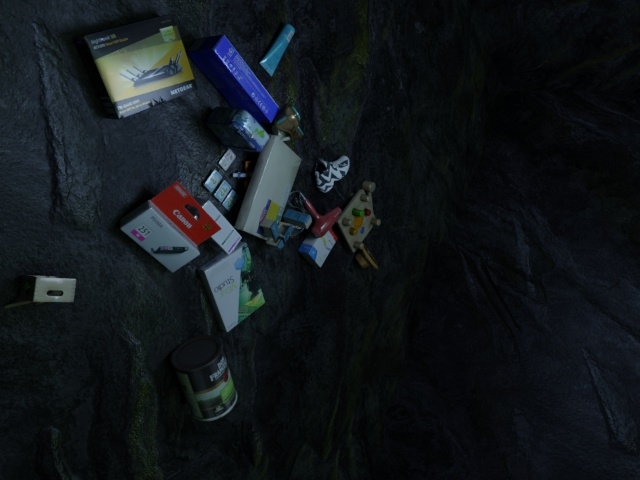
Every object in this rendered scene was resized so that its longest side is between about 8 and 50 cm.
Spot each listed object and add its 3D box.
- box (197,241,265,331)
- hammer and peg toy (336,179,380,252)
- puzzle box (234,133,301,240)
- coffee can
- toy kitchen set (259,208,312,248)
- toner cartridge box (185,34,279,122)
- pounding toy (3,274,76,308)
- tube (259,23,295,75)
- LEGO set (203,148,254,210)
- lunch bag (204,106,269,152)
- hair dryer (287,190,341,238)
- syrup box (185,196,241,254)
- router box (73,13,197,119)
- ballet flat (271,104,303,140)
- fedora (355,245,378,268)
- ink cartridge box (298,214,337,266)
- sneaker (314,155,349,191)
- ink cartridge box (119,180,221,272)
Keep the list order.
[{"bbox_3d":[-0.370,0.197,1.937,0.232,0.058,0.322,-37,129,-36],"label":"box"},{"bbox_3d":[0.231,-0.140,2.481,0.361,0.127,0.266,-52,136,-25],"label":"hammer and peg toy"},{"bbox_3d":[-0.216,-0.209,1.932,0.272,0.052,0.410,31,77,-68],"label":"puzzle box"},{"bbox_3d":[-0.463,0.551,1.830,0.201,0.201,0.276,-34,127,-39],"label":"coffee can"},{"bbox_3d":[-0.146,-0.077,1.961,0.207,0.122,0.166,-60,155,-30],"label":"toy kitchen set"},{"bbox_3d":[-0.313,-0.580,1.667,0.075,0.165,0.348,-61,139,-16],"label":"toner cartridge box"},{"bbox_3d":[-0.826,0.155,1.342,0.141,0.130,0.101,10,82,-51],"label":"pounding toy"},{"bbox_3d":[-0.174,-0.783,1.860,0.080,0.052,0.207,34,81,-44],"label":"tube"},{"bbox_3d":[-0.338,-0.261,1.828,0.244,0.060,0.182,-59,142,-19],"label":"LEGO set"},{"bbox_3d":[-0.307,-0.405,1.686,0.090,0.218,0.176,-61,139,-15],"label":"lunch bag"},{"bbox_3d":[-0.024,-0.120,2.166,0.293,0.080,0.224,-4,105,-31],"label":"hair dryer"},{"bbox_3d":[-0.420,-0.054,1.767,0.096,0.093,0.237,-56,137,-22],"label":"syrup box"},{"bbox_3d":[-0.568,-0.552,1.439,0.308,0.080,0.243,-39,129,-36],"label":"router box"},{"bbox_3d":[-0.143,-0.467,1.885,0.124,0.342,0.116,-34,94,2],"label":"ballet flat"},{"bbox_3d":[0.253,0.102,2.591,0.079,0.194,0.194,-36,138,10],"label":"fedora"},{"bbox_3d":[0.000,0.000,2.294,0.231,0.077,0.134,-59,138,-19],"label":"ink cartridge box"},{"bbox_3d":[0.049,-0.366,2.219,0.235,0.094,0.153,-46,142,-17],"label":"sneaker"},{"bbox_3d":[-0.514,-0.040,1.604,0.238,0.060,0.275,-34,134,2],"label":"ink cartridge box"}]
